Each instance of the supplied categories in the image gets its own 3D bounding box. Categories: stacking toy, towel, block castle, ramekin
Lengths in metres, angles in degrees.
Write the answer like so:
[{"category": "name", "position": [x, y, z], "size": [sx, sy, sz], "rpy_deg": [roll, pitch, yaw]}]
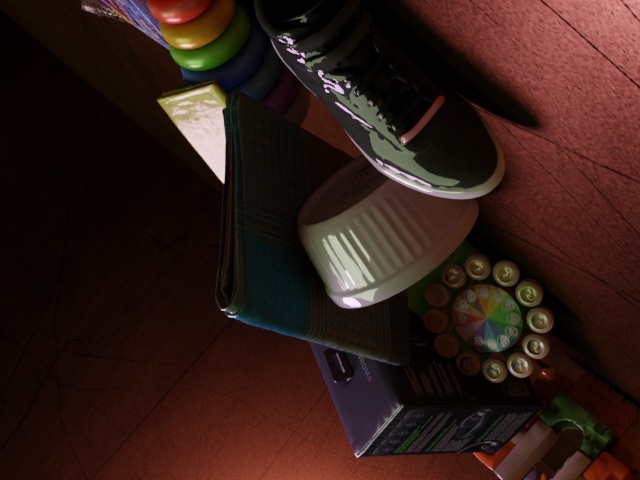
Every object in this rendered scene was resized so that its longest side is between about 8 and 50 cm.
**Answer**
[{"category": "stacking toy", "position": [-0.133, -0.256, 1.456], "size": [0.141, 0.141, 0.330], "rpy_deg": [36, 165, 41]}, {"category": "towel", "position": [0.000, 0.000, 1.506], "size": [0.040, 0.271, 0.370], "rpy_deg": [-12, 158, 33]}, {"category": "towel", "position": [-0.100, -0.107, 1.520], "size": [0.102, 0.021, 0.237], "rpy_deg": [-9, 133, 37]}, {"category": "block castle", "position": [0.413, 0.345, 1.887], "size": [0.453, 0.213, 0.303], "rpy_deg": [40, 178, 33]}, {"category": "ramekin", "position": [0.069, -0.027, 1.406], "size": [0.109, 0.207, 0.207], "rpy_deg": [52, 171, -17]}]

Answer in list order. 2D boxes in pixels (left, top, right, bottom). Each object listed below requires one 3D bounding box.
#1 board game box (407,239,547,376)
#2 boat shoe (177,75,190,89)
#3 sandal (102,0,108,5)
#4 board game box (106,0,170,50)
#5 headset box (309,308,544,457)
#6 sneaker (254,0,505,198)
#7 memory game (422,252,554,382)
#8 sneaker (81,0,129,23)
[{"category": "board game box", "position": [0.185, 0.066, 1.682], "size": [0.259, 0.124, 0.039], "rpy_deg": [40, 177, 10]}, {"category": "boat shoe", "position": [-0.169, -0.223, 2.038], "size": [0.254, 0.079, 0.095], "rpy_deg": [35, 171, 43]}, {"category": "sandal", "position": [-0.464, -0.492, 1.844], "size": [0.416, 0.102, 0.169], "rpy_deg": [43, 174, -13]}, {"category": "board game box", "position": [-0.276, -0.371, 1.743], "size": [0.194, 0.060, 0.194], "rpy_deg": [37, 172, 35]}, {"category": "headset box", "position": [0.135, 0.174, 1.736], "size": [0.283, 0.131, 0.246], "rpy_deg": [4, -134, -36]}, {"category": "sneaker", "position": [0.043, -0.151, 1.108], "size": [0.296, 0.104, 0.147], "rpy_deg": [44, 180, 20]}, {"category": "memory game", "position": [0.222, 0.105, 1.616], "size": [0.186, 0.186, 0.012], "rpy_deg": [40, -148, 8]}, {"category": "sneaker", "position": [-0.356, -0.395, 2.009], "size": [0.188, 0.071, 0.066], "rpy_deg": [40, 174, 13]}]
